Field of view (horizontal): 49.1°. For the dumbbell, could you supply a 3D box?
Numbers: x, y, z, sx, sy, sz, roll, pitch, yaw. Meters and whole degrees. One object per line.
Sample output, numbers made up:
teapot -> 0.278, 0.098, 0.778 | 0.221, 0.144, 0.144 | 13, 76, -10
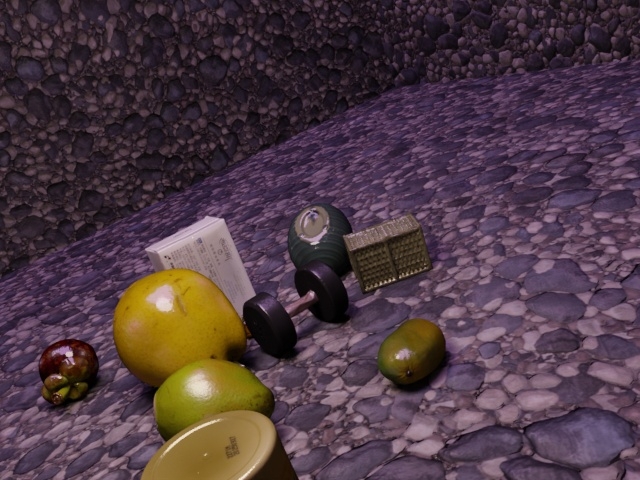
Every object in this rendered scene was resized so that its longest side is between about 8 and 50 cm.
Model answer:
dumbbell -> -0.058, 0.159, 1.656 | 0.218, 0.153, 0.152 | -31, 22, -28

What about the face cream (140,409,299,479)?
face cream -> -0.138, 0.393, 1.054 | 0.218, 0.179, 0.218 | -18, 19, 7

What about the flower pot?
flower pot -> 0.000, 0.000, 1.976 | 0.189, 0.157, 0.243 | -15, 45, 9

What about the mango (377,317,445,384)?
mango -> 0.183, 0.210, 1.374 | 0.122, 0.086, 0.191 | -10, 22, 36

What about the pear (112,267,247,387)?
pear -> -0.329, 0.223, 1.640 | 0.284, 0.336, 0.285 | -29, -24, -14

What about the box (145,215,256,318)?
box -> -0.312, 0.101, 1.873 | 0.203, 0.274, 0.116 | -30, 19, -26

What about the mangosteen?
mangosteen -> -0.634, 0.342, 1.783 | 0.145, 0.156, 0.181 | -3, 37, -36

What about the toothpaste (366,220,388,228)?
toothpaste -> 0.125, -0.011, 2.096 | 0.247, 0.047, 0.078 | -22, 15, -11

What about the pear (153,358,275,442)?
pear -> -0.195, 0.315, 1.331 | 0.219, 0.188, 0.187 | -17, 19, 4

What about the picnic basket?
picnic basket -> 0.169, 0.025, 1.821 | 0.196, 0.134, 0.154 | -20, 22, 1

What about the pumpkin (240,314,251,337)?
pumpkin -> -0.182, 0.209, 1.791 | 0.074, 0.054, 0.083 | -28, 15, -34
